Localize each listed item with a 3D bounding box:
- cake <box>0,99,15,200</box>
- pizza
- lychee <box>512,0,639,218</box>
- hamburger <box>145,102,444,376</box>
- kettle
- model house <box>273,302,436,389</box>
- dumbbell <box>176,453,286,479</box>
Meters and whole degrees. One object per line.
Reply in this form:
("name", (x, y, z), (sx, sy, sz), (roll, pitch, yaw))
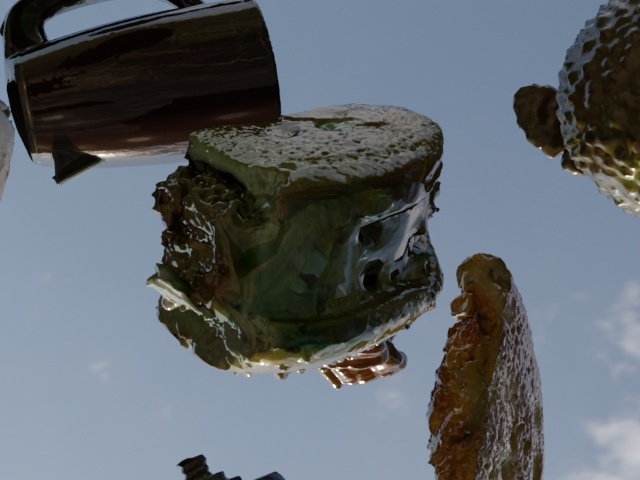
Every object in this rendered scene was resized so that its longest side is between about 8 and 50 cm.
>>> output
("cake", (-0.442, -0.056, 1.226), (0.262, 0.158, 0.159), (-6, -103, 10))
("pizza", (0.153, 0.184, 1.227), (0.086, 0.226, 0.335), (3, -72, 29))
("lychee", (0.362, -0.141, 1.252), (0.270, 0.270, 0.320), (55, -50, 19))
("hamburger", (0.000, 0.000, 1.015), (0.192, 0.288, 0.167), (38, -46, 49))
("kettle", (-0.169, -0.158, 1.152), (0.232, 0.144, 0.202), (-10, -104, -13))
("model house", (0.002, 0.074, 1.562), (0.220, 0.199, 0.229), (31, -113, 29))
("dumbbell", (-0.040, 0.264, 0.850), (0.110, 0.110, 0.254), (-28, -99, 27))
